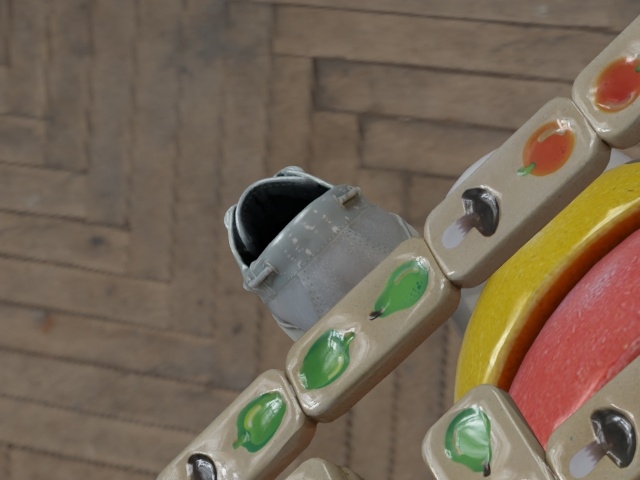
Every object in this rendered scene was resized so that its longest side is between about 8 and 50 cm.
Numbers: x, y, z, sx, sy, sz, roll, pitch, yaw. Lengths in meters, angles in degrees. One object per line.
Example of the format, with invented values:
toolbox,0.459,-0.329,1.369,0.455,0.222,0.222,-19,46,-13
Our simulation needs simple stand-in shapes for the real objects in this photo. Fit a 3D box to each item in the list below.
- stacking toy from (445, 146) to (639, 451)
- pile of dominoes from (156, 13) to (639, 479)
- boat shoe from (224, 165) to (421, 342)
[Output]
stacking toy,0.157,0.074,0.741,0.480,0.350,0.351,46,121,58
pile of dominoes,0.045,0.057,0.478,0.251,0.040,0.196,-45,41,15
boat shoe,-0.001,0.001,0.877,0.079,0.227,0.081,-43,97,-2
